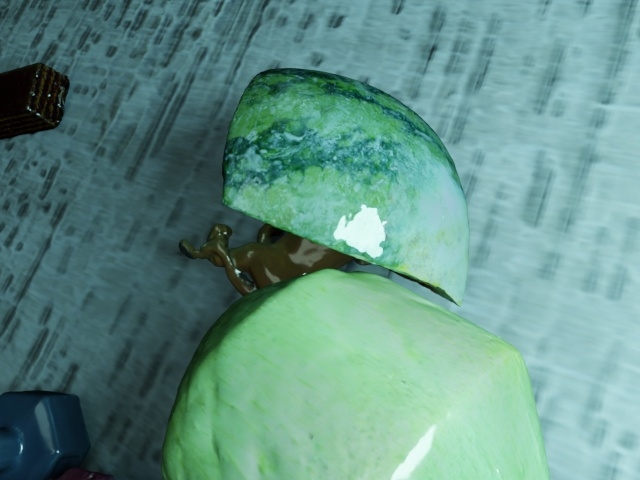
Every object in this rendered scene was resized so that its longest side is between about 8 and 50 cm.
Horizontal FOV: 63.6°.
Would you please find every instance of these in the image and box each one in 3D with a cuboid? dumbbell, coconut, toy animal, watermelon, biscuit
[{"bbox_3d":[-0.421,0.245,0.583,0.156,0.316,0.144,-2,75,17],"label":"dumbbell"},{"bbox_3d":[0.033,0.187,0.419,0.328,0.281,0.328,5,97,42],"label":"coconut"},{"bbox_3d":[0.000,0.000,0.610,0.312,0.097,0.157,-30,62,8],"label":"toy animal"},{"bbox_3d":[0.031,-0.060,0.503,0.260,0.176,0.256,17,46,21],"label":"watermelon"},{"bbox_3d":[-0.662,-0.257,1.017,0.388,0.073,0.107,-4,71,23],"label":"biscuit"}]

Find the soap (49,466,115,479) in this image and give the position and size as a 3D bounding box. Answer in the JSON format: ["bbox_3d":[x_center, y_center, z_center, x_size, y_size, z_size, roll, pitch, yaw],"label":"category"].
[{"bbox_3d":[-0.283,0.398,0.545,0.112,0.182,0.289,-7,64,23],"label":"soap"}]
